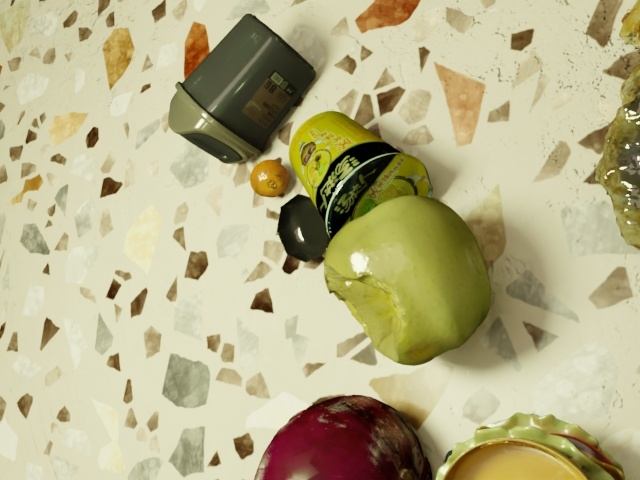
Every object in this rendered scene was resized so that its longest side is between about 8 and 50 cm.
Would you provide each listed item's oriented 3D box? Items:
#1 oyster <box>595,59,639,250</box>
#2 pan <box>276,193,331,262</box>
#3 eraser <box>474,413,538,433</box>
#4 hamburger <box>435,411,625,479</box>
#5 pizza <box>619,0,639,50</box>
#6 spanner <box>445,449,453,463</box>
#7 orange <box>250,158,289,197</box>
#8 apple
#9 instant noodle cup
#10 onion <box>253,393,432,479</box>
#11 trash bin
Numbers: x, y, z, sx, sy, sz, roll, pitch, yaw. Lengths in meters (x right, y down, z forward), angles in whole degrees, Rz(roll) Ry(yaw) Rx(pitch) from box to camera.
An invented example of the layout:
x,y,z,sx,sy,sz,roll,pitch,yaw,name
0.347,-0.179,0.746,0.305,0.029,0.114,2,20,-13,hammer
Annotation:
x,y,z,sx,sy,sz,roll,pitch,yaw,name
0.491,-0.134,1.087,0.166,0.110,0.341,7,81,35,oyster
-0.010,0.008,1.438,0.128,0.048,0.202,-34,71,39,pan
0.298,0.314,1.152,0.105,0.026,0.065,-23,68,28,eraser
0.300,0.380,1.014,0.274,0.212,0.274,-3,85,28,hamburger
0.561,-0.349,1.129,0.182,0.062,0.161,-32,62,23,pizza
0.252,0.484,1.140,0.087,0.024,0.315,-32,61,30,spanner
-0.106,-0.129,1.526,0.084,0.083,0.083,-10,71,33,orange
0.143,0.060,1.189,0.279,0.279,0.279,-10,71,33,apple
0.057,-0.122,1.347,0.215,0.215,0.236,-50,45,14,instant noodle cup
0.013,0.417,1.188,0.282,0.260,0.336,3,80,41,onion
-0.169,-0.309,1.548,0.290,0.209,0.182,-48,54,8,trash bin
